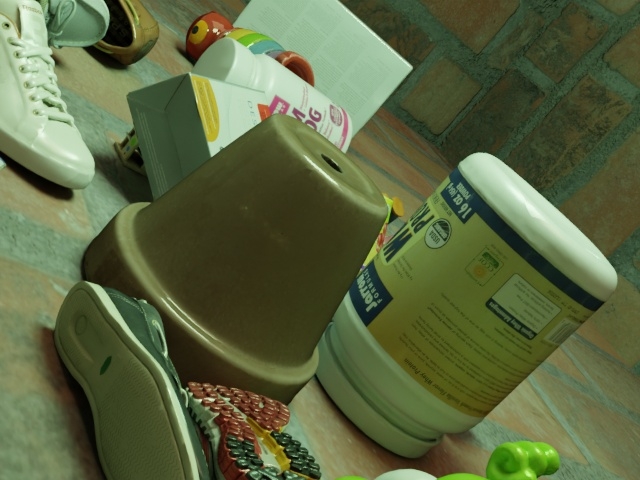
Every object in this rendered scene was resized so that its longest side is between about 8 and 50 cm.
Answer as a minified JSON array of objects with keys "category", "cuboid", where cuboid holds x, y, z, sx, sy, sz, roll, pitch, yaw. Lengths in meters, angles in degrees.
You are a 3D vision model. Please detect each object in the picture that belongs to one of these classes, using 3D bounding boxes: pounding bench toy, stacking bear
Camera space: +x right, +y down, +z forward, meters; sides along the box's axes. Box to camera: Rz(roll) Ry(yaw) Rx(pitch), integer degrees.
[{"category":"pounding bench toy","cuboid":[-0.212,-0.120,1.129,0.083,0.065,0.052,27,21,-44]},{"category":"stacking bear","cuboid":[-0.164,-0.362,1.761,0.289,0.175,0.164,41,15,25]}]

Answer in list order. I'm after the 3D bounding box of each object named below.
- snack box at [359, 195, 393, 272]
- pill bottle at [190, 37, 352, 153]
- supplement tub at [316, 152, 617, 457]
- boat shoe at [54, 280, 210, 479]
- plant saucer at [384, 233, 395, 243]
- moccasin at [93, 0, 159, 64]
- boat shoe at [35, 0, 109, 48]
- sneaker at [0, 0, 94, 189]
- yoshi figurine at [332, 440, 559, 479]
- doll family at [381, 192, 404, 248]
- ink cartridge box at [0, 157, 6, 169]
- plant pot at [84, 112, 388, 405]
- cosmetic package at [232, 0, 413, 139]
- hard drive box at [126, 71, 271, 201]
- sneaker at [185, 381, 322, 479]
[{"category":"snack box","cuboid":[0.000,0.000,1.106,0.070,0.175,0.207,7,-10,37]},{"category":"pill bottle","cuboid":[-0.091,-0.232,1.554,0.283,0.160,0.160,29,20,-38]},{"category":"supplement tub","cuboid":[0.159,0.080,1.019,0.228,0.316,0.228,39,15,-13]},{"category":"boat shoe","cuboid":[-0.128,0.119,0.652,0.079,0.084,0.233,26,19,-45]},{"category":"plant saucer","cuboid":[0.244,0.097,1.626,0.332,0.084,0.332,39,15,-12]},{"category":"moccasin","cuboid":[-0.421,-0.429,1.362,0.380,0.139,0.147,50,6,-5]},{"category":"boat shoe","cuboid":[-0.400,-0.301,1.088,0.320,0.118,0.103,14,37,-52]},{"category":"sneaker","cuboid":[-0.325,-0.183,0.923,0.290,0.123,0.106,47,14,13]},{"category":"yoshi figurine","cuboid":[0.151,0.271,0.729,0.362,0.203,0.204,24,30,-42]},{"category":"doll family","cuboid":[0.033,-0.029,1.327,0.263,0.163,0.118,30,43,-29]},{"category":"ink cartridge box","cuboid":[-0.377,-0.087,0.669,0.223,0.045,0.224,39,13,-12]},{"category":"plant pot","cuboid":[-0.062,0.004,0.856,0.263,0.229,0.263,37,16,-13]},{"category":"cosmetic package","cuboid":[-0.020,-0.412,1.983,0.377,0.284,0.097,41,14,-4]},{"category":"hard drive box","cuboid":[-0.130,-0.104,1.100,0.232,0.089,0.181,-15,90,-72]},{"category":"sneaker","cuboid":[-0.069,0.175,0.669,0.088,0.093,0.225,17,7,-15]}]
